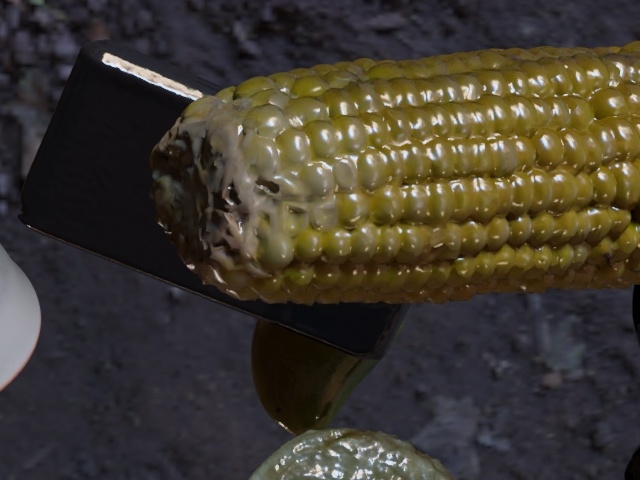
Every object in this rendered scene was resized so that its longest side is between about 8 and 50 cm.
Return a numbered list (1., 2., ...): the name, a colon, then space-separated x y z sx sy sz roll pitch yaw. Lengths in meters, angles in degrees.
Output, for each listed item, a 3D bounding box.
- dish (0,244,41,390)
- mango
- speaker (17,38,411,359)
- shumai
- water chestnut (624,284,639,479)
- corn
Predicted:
1. dish: -0.292 0.012 1.049 0.260 0.260 0.085 31 128 35
2. mango: 0.001 0.084 1.704 0.122 0.191 0.085 40 160 1
3. speaker: -0.046 -0.048 1.584 0.388 0.184 0.180 23 114 -10
4. shumai: 0.019 0.281 1.519 0.204 0.222 0.271 -171 70 -78
5. water chestnut: 0.330 0.067 1.247 0.289 0.244 0.289 178 90 -85
6. corn: 0.096 -0.028 0.645 0.097 0.320 0.097 18 111 60
